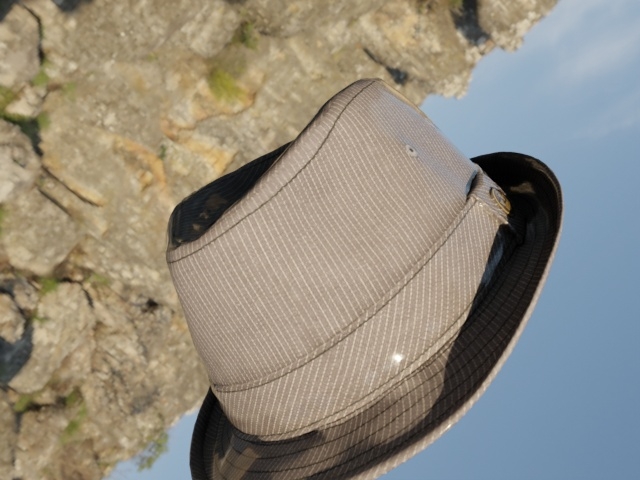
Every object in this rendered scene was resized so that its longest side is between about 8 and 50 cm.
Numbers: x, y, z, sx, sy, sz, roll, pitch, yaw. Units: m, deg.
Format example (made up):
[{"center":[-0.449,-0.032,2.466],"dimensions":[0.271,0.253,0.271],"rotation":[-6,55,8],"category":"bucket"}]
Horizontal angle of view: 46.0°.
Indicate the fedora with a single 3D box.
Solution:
[{"center":[0.000,0.000,0.419],"dimensions":[0.244,0.124,0.275],"rotation":[-26,-163,38],"category":"fedora"}]
